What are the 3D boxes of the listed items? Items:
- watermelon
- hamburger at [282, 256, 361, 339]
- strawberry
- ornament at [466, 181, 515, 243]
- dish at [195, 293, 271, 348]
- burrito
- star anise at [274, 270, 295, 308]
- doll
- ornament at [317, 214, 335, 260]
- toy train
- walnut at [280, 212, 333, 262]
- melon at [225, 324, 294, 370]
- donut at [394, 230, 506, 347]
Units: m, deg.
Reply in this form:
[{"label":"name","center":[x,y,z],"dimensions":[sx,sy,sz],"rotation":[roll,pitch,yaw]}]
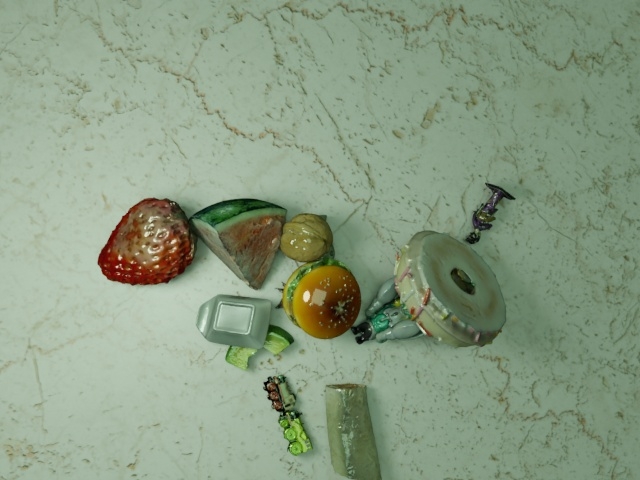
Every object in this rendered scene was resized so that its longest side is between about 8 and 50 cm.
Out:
[{"label":"watermelon","center":[-0.256,-0.020,1.590],"dimensions":[0.283,0.293,0.250],"rotation":[-12,38,-27]},{"label":"hamburger","center":[0.012,0.176,1.513],"dimensions":[0.246,0.170,0.246],"rotation":[-5,102,-25]},{"label":"strawberry","center":[-0.540,0.017,1.519],"dimensions":[0.336,0.149,0.265],"rotation":[-29,84,14]},{"label":"ornament","center":[0.541,-0.076,1.653],"dimensions":[0.081,0.088,0.203],"rotation":[22,95,-23]},{"label":"dish","center":[-0.274,0.237,1.543],"dimensions":[0.234,0.064,0.154],"rotation":[4,72,17]},{"label":"burrito","center":[0.093,0.583,1.533],"dimensions":[0.143,0.105,0.300],"rotation":[-7,82,-7]},{"label":"star anise","center":[-0.083,0.156,1.595],"dimensions":[0.124,0.056,0.129],"rotation":[6,98,0]},{"label":"doll","center":[0.229,0.242,1.553],"dimensions":[0.195,0.153,0.258],"rotation":[36,84,19]},{"label":"ornament","center":[0.000,0.000,1.616],"dimensions":[0.081,0.075,0.156],"rotation":[-9,85,10]},{"label":"toy train","center":[-0.101,0.529,1.557],"dimensions":[0.085,0.053,0.250],"rotation":[-21,84,-13]},{"label":"walnut","center":[-0.041,-0.007,1.521],"dimensions":[0.166,0.166,0.149],"rotation":[-50,129,-7]},{"label":"melon","center":[-0.196,0.326,1.574],"dimensions":[0.209,0.064,0.118],"rotation":[-33,90,-3]},{"label":"donut","center":[0.375,0.148,1.500],"dimensions":[0.382,0.142,0.383],"rotation":[23,44,-24]}]
